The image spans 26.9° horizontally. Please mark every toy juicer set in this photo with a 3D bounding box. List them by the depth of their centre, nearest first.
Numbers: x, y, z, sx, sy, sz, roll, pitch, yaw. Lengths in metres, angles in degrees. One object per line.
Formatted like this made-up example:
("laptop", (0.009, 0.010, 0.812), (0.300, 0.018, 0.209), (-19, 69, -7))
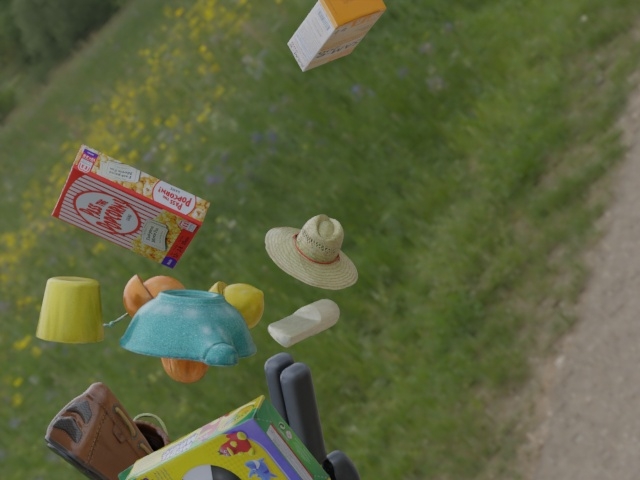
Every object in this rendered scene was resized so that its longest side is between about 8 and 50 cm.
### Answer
("toy juicer set", (-0.107, 0.094, 1.342), (0.329, 0.089, 0.209), (7, 5, 34))

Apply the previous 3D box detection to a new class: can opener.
("can opener", (-0.014, 0.274, 1.853), (0.093, 0.280, 0.074), (-33, 35, -28))

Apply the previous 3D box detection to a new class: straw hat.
("straw hat", (0.000, 0.000, 1.744), (0.144, 0.144, 0.061), (-81, 15, -64))

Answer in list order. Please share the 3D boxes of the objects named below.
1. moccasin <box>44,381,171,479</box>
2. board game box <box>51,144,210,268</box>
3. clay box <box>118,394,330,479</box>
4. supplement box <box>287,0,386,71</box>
("moccasin", (-0.275, 0.330, 2.022), (0.139, 0.380, 0.147), (23, 68, 39))
("board game box", (-0.269, -0.045, 1.887), (0.147, 0.193, 0.045), (-52, 17, 56))
("clay box", (-0.116, 0.272, 1.475), (0.222, 0.127, 0.053), (-31, 15, 25))
("supplement box", (0.015, -0.212, 1.324), (0.062, 0.036, 0.098), (-25, -9, -27))
